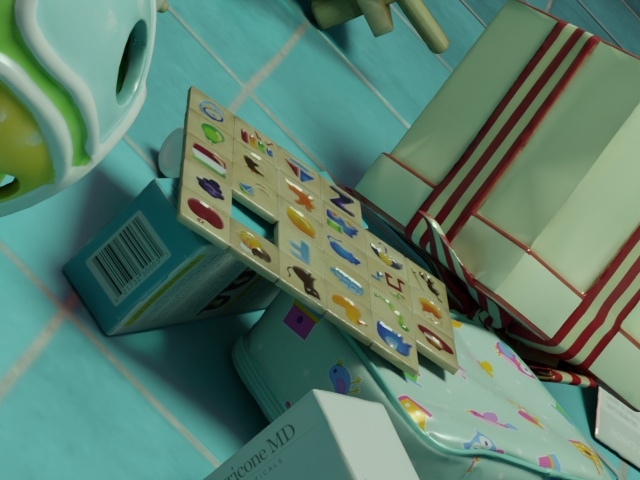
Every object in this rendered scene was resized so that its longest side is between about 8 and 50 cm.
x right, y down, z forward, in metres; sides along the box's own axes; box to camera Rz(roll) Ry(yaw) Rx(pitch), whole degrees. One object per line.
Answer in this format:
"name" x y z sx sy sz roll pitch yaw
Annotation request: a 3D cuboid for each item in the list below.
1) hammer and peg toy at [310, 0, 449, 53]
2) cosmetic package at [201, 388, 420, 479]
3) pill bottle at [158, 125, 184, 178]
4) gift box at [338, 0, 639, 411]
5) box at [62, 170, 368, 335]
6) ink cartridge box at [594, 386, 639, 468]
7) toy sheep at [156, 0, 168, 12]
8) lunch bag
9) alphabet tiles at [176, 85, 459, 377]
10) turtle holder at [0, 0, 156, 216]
"hammer and peg toy" 0.014 -0.334 1.843 0.361 0.127 0.266 -95 161 -53
"cosmetic package" 0.022 0.218 1.100 0.085 0.117 0.231 17 38 -52
"pill bottle" -0.084 -0.055 1.421 0.083 0.043 0.043 28 31 -41
"gift box" 0.186 -0.033 1.536 0.276 0.258 0.255 36 1 -33
"box" -0.068 0.004 1.287 0.060 0.100 0.244 54 24 14
"ink cartridge box" 0.356 0.125 1.914 0.308 0.091 0.385 35 44 -30
"toy sheep" -0.166 -0.221 1.484 0.132 0.091 0.091 25 33 -53
"lunch bag" 0.076 0.131 1.317 0.279 0.108 0.224 22 21 -49
"alphabet tiles" 0.000 0.000 1.258 0.237 0.009 0.198 35 22 -19
"turtle holder" -0.215 -0.126 1.063 0.227 0.243 0.320 58 9 -25
